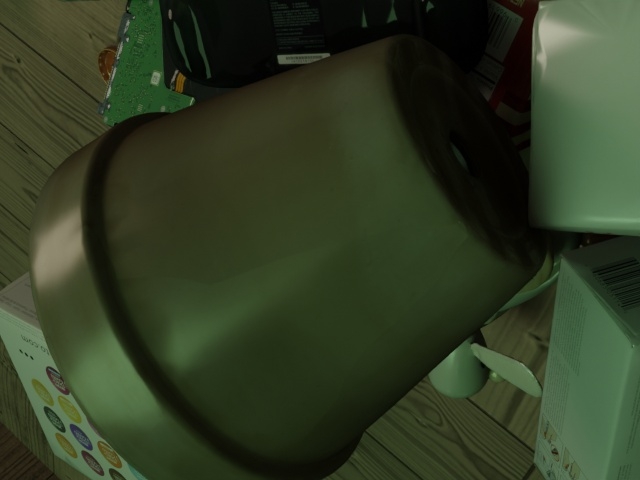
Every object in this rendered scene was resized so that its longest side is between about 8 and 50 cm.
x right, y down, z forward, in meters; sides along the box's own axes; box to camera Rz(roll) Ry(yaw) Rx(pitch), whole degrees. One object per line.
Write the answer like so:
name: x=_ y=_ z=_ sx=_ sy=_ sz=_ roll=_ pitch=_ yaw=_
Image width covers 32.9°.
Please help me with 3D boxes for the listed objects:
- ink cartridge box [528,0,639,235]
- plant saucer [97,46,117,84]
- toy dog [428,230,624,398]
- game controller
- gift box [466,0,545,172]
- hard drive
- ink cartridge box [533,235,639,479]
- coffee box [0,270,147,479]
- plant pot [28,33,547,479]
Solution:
ink cartridge box: x=0.377 y=-0.076 z=0.716 sx=0.395 sy=0.285 sz=0.166 roll=4 pitch=92 yaw=42
plant saucer: x=-0.299 y=-0.250 z=1.614 sx=0.083 sy=0.013 sz=0.083 roll=30 pitch=141 yaw=28
toy dog: x=0.217 y=0.049 z=1.145 sx=0.161 sy=0.220 sz=0.333 roll=12 pitch=158 yaw=3
game controller: x=-0.014 y=-0.205 z=0.880 sx=0.319 sy=0.067 sz=0.166 roll=5 pitch=123 yaw=36
gift box: x=0.155 y=-0.189 z=0.954 sx=0.255 sy=0.258 sz=0.276 roll=40 pitch=125 yaw=19
hard drive: x=-0.126 y=-0.209 z=1.274 sx=0.339 sy=0.064 sz=0.237 roll=23 pitch=99 yaw=43
ink cartridge box: x=0.369 y=0.131 z=1.065 sx=0.130 sy=0.272 sz=0.309 roll=-119 pitch=20 yaw=-46
coffee box: x=-0.222 y=0.176 z=1.633 sx=0.338 sy=0.338 sz=0.334 roll=21 pitch=137 yaw=36
plant pot: x=0.000 y=0.000 z=0.804 sx=0.280 sy=0.323 sz=0.323 roll=-31 pitch=97 yaw=27
